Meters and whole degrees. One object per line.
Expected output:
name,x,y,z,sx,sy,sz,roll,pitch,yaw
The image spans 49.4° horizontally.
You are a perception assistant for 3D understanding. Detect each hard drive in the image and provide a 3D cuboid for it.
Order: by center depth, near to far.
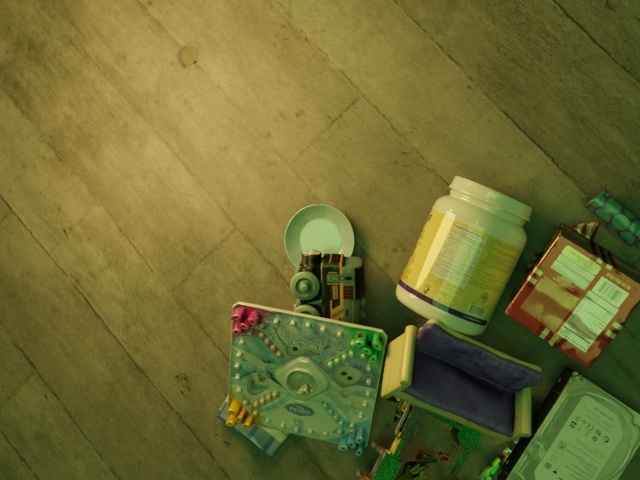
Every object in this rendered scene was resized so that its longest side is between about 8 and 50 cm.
hard drive,0.599,0.507,1.655,0.236,0.064,0.339,34,89,-4

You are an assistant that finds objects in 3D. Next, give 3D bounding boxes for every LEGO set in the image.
LEGO set,0.455,0.598,1.735,0.227,0.087,0.093,-49,66,9
LEGO set,0.240,0.546,1.770,0.254,0.192,0.332,21,82,-5

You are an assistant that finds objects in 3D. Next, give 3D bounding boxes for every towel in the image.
towel,-0.138,0.429,1.918,0.209,0.034,0.285,35,100,10

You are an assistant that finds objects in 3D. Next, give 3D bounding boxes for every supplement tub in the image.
supplement tub,0.349,0.036,1.681,0.240,0.241,0.332,25,96,13

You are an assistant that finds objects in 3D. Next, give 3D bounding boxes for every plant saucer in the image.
plant saucer,0.000,0.000,1.876,0.194,0.037,0.195,0,91,15

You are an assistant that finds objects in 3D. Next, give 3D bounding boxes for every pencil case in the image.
pencil case,0.714,-0.056,1.673,0.152,0.070,0.064,45,103,10

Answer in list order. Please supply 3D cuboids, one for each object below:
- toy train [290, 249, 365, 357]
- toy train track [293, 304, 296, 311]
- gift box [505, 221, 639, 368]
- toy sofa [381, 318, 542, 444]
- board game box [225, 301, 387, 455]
toy train,0.024,0.186,1.806,0.190,0.142,0.334,0,103,6
toy train track,-0.067,0.218,1.908,0.048,0.014,0.084,-2,84,22
gift box,0.607,0.108,1.604,0.255,0.258,0.276,39,107,11
toy sofa,0.337,0.336,1.629,0.362,0.150,0.177,26,142,-16
board game box,-0.049,0.363,1.776,0.389,0.050,0.390,11,119,7
